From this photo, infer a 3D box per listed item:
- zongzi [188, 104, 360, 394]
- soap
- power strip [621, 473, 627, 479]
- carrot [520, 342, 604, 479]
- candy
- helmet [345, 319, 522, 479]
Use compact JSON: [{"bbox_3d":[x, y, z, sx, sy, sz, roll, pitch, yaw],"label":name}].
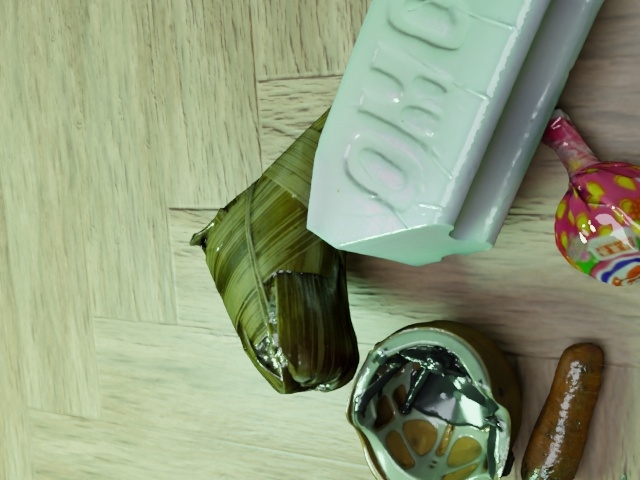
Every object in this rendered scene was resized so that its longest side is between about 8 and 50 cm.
[{"bbox_3d":[0.000,0.000,1.083,0.288,0.134,0.286,-48,48,19],"label":"zongzi"},{"bbox_3d":[0.119,-0.137,0.963,0.208,0.115,0.347,36,111,42],"label":"soap"},{"bbox_3d":[0.336,0.349,1.038,0.047,0.030,0.191,2,101,32],"label":"power strip"},{"bbox_3d":[0.270,0.197,1.034,0.060,0.060,0.186,22,103,26],"label":"carrot"},{"bbox_3d":[0.242,-0.120,0.974,0.124,0.124,0.365,-39,70,31],"label":"candy"},{"bbox_3d":[0.141,0.185,1.067,0.198,0.130,0.224,19,121,28],"label":"helmet"}]
